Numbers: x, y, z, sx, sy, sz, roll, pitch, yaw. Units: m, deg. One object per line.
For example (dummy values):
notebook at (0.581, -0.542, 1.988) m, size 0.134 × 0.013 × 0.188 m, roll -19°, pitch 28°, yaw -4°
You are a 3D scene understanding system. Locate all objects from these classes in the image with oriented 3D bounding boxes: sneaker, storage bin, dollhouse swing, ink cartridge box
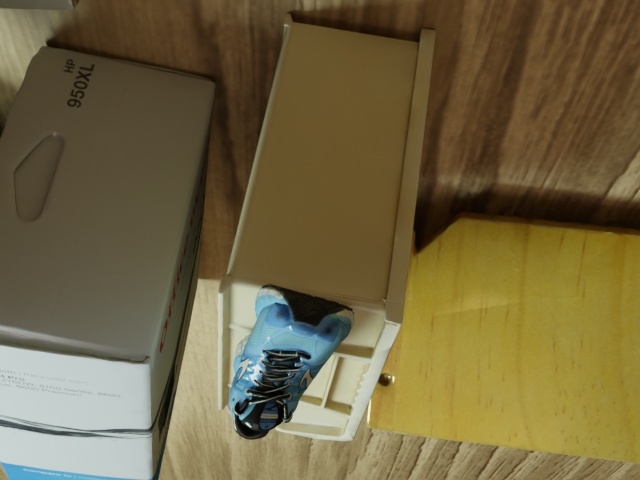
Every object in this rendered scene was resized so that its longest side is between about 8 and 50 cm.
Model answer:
sneaker at (-0.023, 0.084, 0.551) m, size 0.063 × 0.073 × 0.162 m, roll 16°, pitch 148°, yaw -5°
storage bin at (0.000, 0.000, 0.729) m, size 0.123 × 0.262 × 0.260 m, roll 10°, pitch 149°, yaw 0°
dollhouse swing at (0.240, 0.095, 1.020) m, size 0.347 × 0.305 × 0.315 m, roll 6°, pitch 107°, yaw 5°
ink cartridge box at (-0.213, 0.057, 0.849) m, size 0.166 × 0.285 × 0.395 m, roll 10°, pitch 149°, yaw -5°

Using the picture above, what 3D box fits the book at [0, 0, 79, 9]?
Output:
book at (-0.260, -0.222, 0.653) m, size 0.144 × 0.035 × 0.096 m, roll 3°, pitch 140°, yaw 10°
